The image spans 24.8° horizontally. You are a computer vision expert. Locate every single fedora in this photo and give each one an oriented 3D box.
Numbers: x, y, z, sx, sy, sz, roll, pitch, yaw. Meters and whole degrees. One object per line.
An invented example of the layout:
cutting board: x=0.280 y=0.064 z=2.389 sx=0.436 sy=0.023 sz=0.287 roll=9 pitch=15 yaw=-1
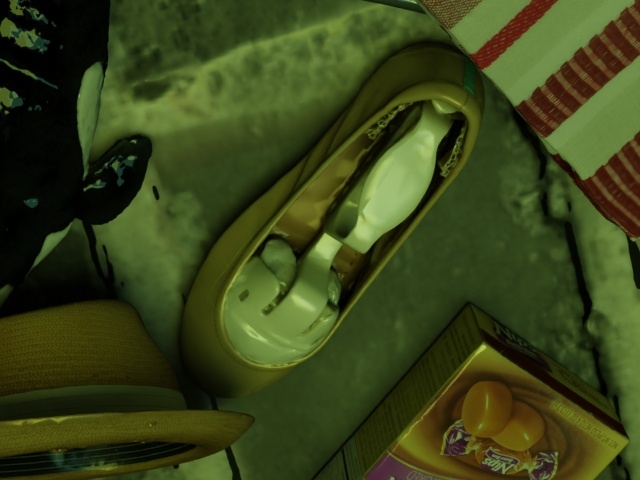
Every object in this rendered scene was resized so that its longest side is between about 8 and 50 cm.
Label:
fedora: x=-0.128 y=0.076 z=0.732 sx=0.194 sy=0.194 sz=0.079 roll=-8 pitch=76 yaw=-2

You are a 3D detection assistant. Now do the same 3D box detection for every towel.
towel: x=0.175 y=-0.130 z=0.625 sx=0.237 sy=0.037 sz=0.329 roll=-42 pitch=144 yaw=9

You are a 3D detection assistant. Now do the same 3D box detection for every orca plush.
orca plush: x=-0.136 y=-0.065 z=0.681 sx=0.151 sy=0.102 sz=0.287 roll=37 pitch=105 yaw=-18

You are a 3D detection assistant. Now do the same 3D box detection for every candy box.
candy box: x=0.069 y=0.140 z=0.816 sx=0.109 sy=0.053 sz=0.186 roll=34 pitch=108 yaw=-18

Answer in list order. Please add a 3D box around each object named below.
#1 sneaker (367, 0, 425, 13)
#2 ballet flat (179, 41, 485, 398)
sneaker: x=0.075 y=-0.180 z=0.661 sx=0.226 sy=0.086 sz=0.163 roll=10 pitch=103 yaw=-22
ballet flat: x=0.000 y=0.000 z=0.737 sx=0.080 sy=0.073 sz=0.232 roll=30 pitch=108 yaw=-16
